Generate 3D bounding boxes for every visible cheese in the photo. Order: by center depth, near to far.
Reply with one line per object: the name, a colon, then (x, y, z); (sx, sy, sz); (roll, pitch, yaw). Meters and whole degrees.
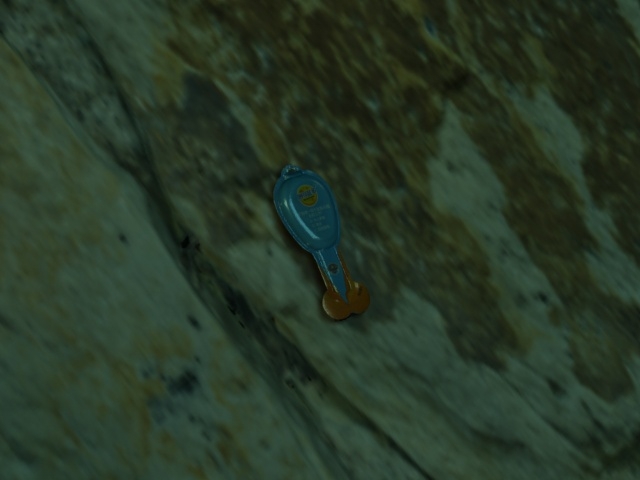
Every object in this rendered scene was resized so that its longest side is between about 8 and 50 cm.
cheese: (0.000, 0.000, 1.267); (0.047, 0.017, 0.111); (-17, 79, -31)
